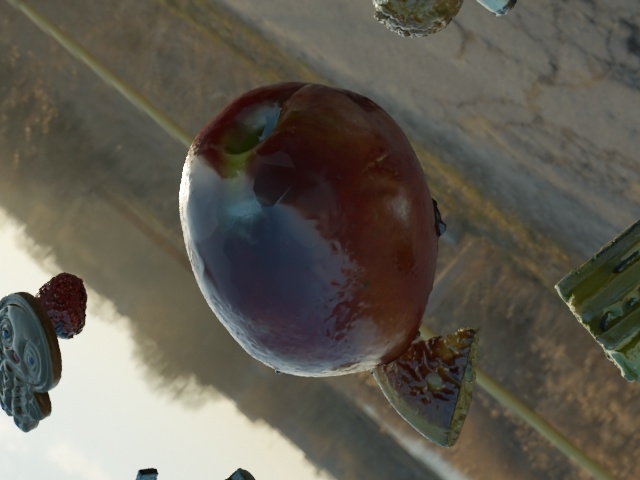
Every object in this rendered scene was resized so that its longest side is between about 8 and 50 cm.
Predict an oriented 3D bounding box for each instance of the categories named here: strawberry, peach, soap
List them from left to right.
[{"bbox_3d":[-0.355,0.090,1.412,0.083,0.096,0.083,6,149,4],"label":"strawberry"},{"bbox_3d":[0.000,0.000,1.131,0.281,0.281,0.338,34,161,52],"label":"peach"},{"bbox_3d":[0.375,0.030,1.088,0.076,0.233,0.135,43,-169,-31],"label":"soap"}]

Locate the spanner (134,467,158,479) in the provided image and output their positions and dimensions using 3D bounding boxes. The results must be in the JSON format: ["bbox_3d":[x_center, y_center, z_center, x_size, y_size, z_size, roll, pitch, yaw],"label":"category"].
[{"bbox_3d":[-0.262,0.409,1.385,0.026,0.093,0.326,53,136,38],"label":"spanner"}]

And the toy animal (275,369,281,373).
[{"bbox_3d":[-0.030,0.089,1.476,0.084,0.233,0.148,-2,-129,-51],"label":"toy animal"}]

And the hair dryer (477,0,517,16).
[{"bbox_3d":[0.215,-0.479,1.752,0.362,0.128,0.203,27,-160,-34],"label":"hair dryer"}]

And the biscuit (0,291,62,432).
[{"bbox_3d":[-0.337,0.140,1.176,0.026,0.175,0.124,-16,-139,-43],"label":"biscuit"}]

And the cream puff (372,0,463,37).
[{"bbox_3d":[0.133,-0.331,1.408,0.126,0.144,0.103,9,132,20],"label":"cream puff"}]

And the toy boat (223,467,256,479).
[{"bbox_3d":[-0.221,0.543,1.990,0.085,0.260,0.078,21,-156,-54],"label":"toy boat"}]

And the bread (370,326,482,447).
[{"bbox_3d":[0.141,0.184,1.256,0.054,0.154,0.136,21,-129,-52],"label":"bread"}]
